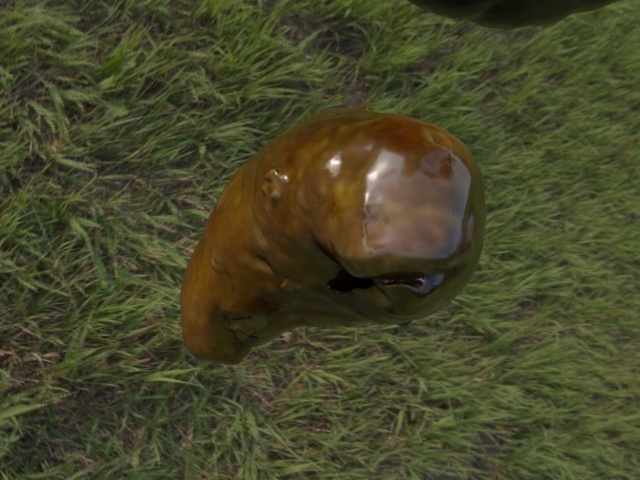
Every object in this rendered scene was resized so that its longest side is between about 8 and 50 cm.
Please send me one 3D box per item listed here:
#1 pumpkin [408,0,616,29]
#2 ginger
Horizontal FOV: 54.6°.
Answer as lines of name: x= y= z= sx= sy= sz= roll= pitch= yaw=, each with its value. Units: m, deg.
pumpkin: x=0.133 y=-0.247 z=0.346 sx=0.296 sy=0.296 sz=0.295 roll=5 pitch=81 yaw=-31
ginger: x=0.000 y=0.000 z=0.476 sx=0.165 sy=0.321 sz=0.172 roll=36 pitch=56 yaw=-16
